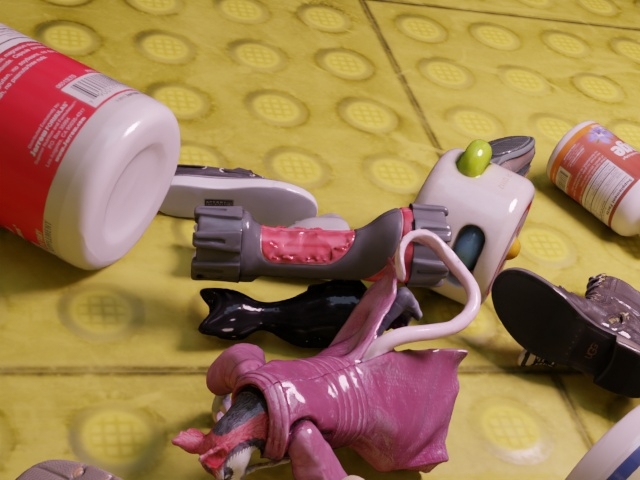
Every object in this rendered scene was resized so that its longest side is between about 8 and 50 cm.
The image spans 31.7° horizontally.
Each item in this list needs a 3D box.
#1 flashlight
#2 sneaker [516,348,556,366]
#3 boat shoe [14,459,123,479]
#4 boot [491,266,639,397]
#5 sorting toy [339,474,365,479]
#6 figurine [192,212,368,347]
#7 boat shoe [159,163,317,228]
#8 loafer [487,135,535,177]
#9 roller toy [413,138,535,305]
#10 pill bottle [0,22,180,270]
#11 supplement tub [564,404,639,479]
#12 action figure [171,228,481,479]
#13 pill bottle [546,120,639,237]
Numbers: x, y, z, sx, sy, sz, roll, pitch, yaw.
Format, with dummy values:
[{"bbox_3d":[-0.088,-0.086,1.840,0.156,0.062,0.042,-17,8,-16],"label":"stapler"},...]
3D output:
[{"bbox_3d":[0.000,0.000,1.347,0.304,0.103,0.103,4,72,-5],"label":"flashlight"},{"bbox_3d":[0.294,0.150,1.478,0.083,0.032,0.037,-18,49,-37],"label":"sneaker"},{"bbox_3d":[-0.153,0.343,0.983,0.355,0.130,0.132,40,46,19],"label":"boat shoe"},{"bbox_3d":[0.360,0.097,1.515,0.263,0.091,0.229,35,27,6],"label":"boot"},{"bbox_3d":[0.069,0.350,1.050,0.208,0.038,0.193,51,33,-18],"label":"sorting toy"},{"bbox_3d":[-0.059,0.047,1.432,0.209,0.092,0.215,2,39,-13],"label":"figurine"},{"bbox_3d":[-0.118,-0.068,1.562,0.228,0.080,0.076,3,40,-7],"label":"boat shoe"},{"bbox_3d":[0.257,-0.093,1.751,0.096,0.084,0.267,3,22,36],"label":"loafer"},{"bbox_3d":[0.200,-0.013,1.520,0.146,0.209,0.191,26,72,12],"label":"roller toy"},{"bbox_3d":[-0.401,-0.147,1.418,0.407,0.229,0.229,27,38,13],"label":"pill bottle"},{"bbox_3d":[0.404,0.335,1.119,0.235,0.235,0.325,-20,50,-39],"label":"supplement tub"},{"bbox_3d":[0.016,0.172,1.166,0.370,0.276,0.248,-8,48,-50],"label":"action figure"},{"bbox_3d":[0.471,-0.084,1.770,0.121,0.121,0.216,-20,51,-39],"label":"pill bottle"}]
